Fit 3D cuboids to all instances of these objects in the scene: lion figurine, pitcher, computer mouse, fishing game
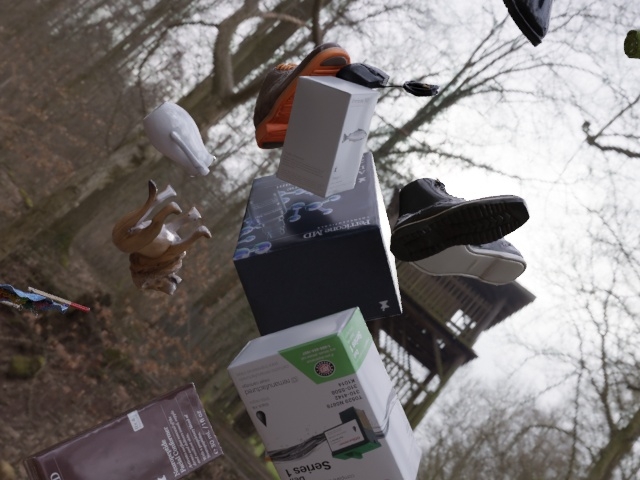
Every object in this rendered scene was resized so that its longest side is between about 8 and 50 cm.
[{"bbox_3d":[-0.409,-0.003,1.628,0.142,0.240,0.392,56,-1,25],"label":"lion figurine"},{"bbox_3d":[-0.366,-0.259,1.783,0.207,0.125,0.178,51,-4,-19],"label":"pitcher"},{"bbox_3d":[0.113,-0.282,1.182,0.242,0.071,0.041,22,-58,45],"label":"computer mouse"},{"bbox_3d":[-0.581,0.115,1.292,0.264,0.041,0.189,0,-22,33],"label":"fishing game"}]

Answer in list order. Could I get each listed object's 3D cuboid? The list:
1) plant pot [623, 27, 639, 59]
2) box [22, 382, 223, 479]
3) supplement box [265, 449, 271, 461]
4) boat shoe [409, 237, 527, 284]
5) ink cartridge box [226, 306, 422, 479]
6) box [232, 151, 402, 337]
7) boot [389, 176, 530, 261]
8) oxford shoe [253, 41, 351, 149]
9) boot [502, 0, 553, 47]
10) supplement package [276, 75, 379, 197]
[{"bbox_3d":[0.592,-0.354,1.215,0.083,0.079,0.083,175,-90,-85],"label":"plant pot"},{"bbox_3d":[-0.432,0.483,1.514,0.143,0.382,0.191,-31,-97,54],"label":"box"},{"bbox_3d":[-0.099,0.485,1.640,0.036,0.098,0.062,-27,-42,36],"label":"supplement box"},{"bbox_3d":[0.252,0.005,1.275,0.335,0.112,0.095,17,36,-36],"label":"boat shoe"},{"bbox_3d":[0.009,0.214,0.840,0.219,0.160,0.092,66,21,-9],"label":"ink cartridge box"},{"bbox_3d":[0.000,0.000,1.472,0.395,0.294,0.211,-89,164,-61],"label":"box"},{"bbox_3d":[0.193,-0.058,0.976,0.198,0.137,0.076,-14,-50,22],"label":"boot"},{"bbox_3d":[-0.060,-0.316,1.388,0.364,0.130,0.132,-34,-112,56],"label":"oxford shoe"},{"bbox_3d":[0.434,-0.489,1.233,0.207,0.246,0.094,-31,-50,32],"label":"boot"},{"bbox_3d":[0.012,-0.178,1.148,0.105,0.179,0.105,25,24,25],"label":"supplement package"}]
